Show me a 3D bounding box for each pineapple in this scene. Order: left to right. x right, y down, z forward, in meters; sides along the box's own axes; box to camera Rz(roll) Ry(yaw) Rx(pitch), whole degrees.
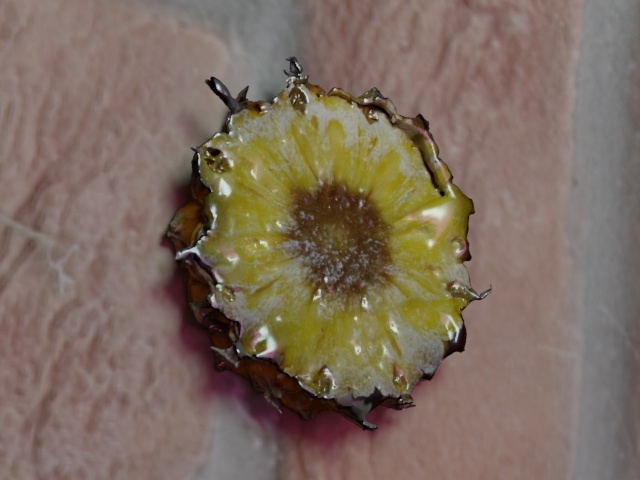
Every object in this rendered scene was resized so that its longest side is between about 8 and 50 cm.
[{"bbox_3d":[0.000,0.000,1.120,0.221,0.047,0.221,9,73,-31],"label":"pineapple"}]
